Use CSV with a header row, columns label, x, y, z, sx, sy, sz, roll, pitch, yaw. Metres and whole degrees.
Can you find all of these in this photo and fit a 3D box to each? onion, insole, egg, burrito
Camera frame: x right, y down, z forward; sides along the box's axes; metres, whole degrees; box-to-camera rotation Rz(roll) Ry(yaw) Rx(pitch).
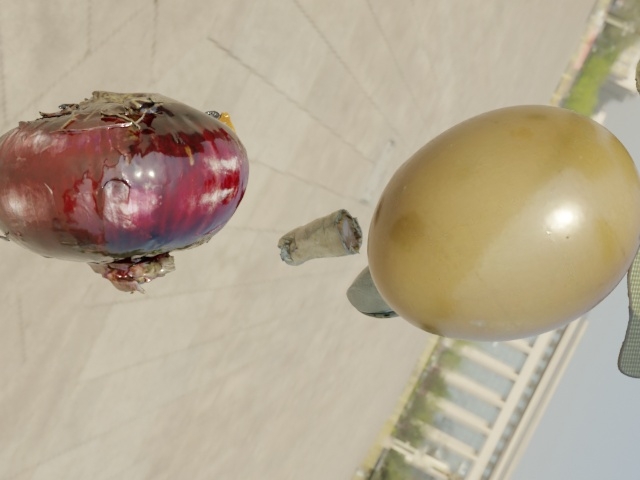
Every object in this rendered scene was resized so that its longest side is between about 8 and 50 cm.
label,x,y,z,sx,sy,sz,roll,pitch,yaw
onion,-0.239,-0.057,1.126,0.314,0.314,0.232,-32,124,-73
insole,0.511,0.104,1.495,0.005,0.086,0.253,-66,160,-67
egg,0.243,-0.017,1.277,0.374,0.301,0.301,-26,170,2
burrito,0.000,0.000,1.647,0.060,0.087,0.226,-51,-162,-28

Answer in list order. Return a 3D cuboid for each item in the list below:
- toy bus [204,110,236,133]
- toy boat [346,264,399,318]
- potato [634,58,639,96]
label,x,y,z,sx,sy,sz,roll,pitch,yaw
toy bus,-0.252,-0.171,1.780,0.194,0.088,0.083,-15,133,-14
toy boat,0.162,0.086,1.949,0.319,0.092,0.141,-16,-125,48
potato,0.755,-0.299,1.883,0.111,0.272,0.160,-49,134,-62
